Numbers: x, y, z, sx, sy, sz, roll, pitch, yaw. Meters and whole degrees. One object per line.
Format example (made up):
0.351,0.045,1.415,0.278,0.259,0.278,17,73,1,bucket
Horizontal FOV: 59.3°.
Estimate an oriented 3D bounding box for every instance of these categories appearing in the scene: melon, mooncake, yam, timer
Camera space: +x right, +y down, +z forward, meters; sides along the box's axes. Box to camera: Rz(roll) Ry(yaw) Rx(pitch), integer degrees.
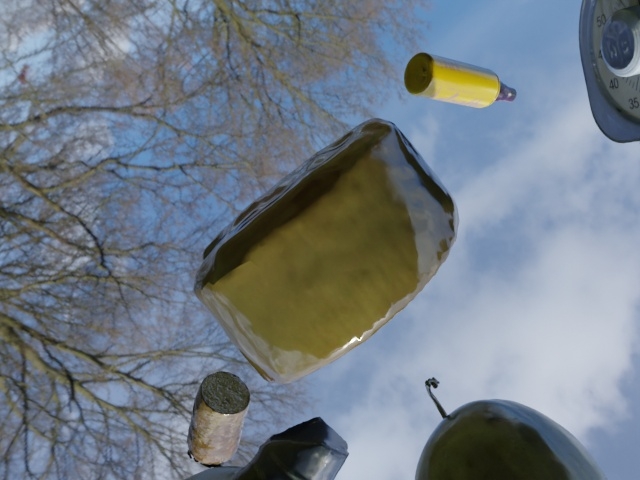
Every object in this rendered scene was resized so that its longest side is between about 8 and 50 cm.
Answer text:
0.262,0.360,0.767,0.272,0.271,0.308,-36,-163,10,melon
0.000,0.000,0.600,0.284,0.155,0.284,-40,-173,6,mooncake
-0.141,0.246,0.780,0.084,0.084,0.127,-110,-147,-48,yam
0.565,-0.354,0.925,0.174,0.394,0.395,-15,-138,-2,timer

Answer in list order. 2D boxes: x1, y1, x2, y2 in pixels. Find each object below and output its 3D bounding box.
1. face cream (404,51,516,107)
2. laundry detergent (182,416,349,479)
0.286,-0.303,1.097,0.078,0.274,0.078,1,-89,55,face cream
-0.088,0.218,0.320,0.280,0.215,0.105,-55,-133,7,laundry detergent
